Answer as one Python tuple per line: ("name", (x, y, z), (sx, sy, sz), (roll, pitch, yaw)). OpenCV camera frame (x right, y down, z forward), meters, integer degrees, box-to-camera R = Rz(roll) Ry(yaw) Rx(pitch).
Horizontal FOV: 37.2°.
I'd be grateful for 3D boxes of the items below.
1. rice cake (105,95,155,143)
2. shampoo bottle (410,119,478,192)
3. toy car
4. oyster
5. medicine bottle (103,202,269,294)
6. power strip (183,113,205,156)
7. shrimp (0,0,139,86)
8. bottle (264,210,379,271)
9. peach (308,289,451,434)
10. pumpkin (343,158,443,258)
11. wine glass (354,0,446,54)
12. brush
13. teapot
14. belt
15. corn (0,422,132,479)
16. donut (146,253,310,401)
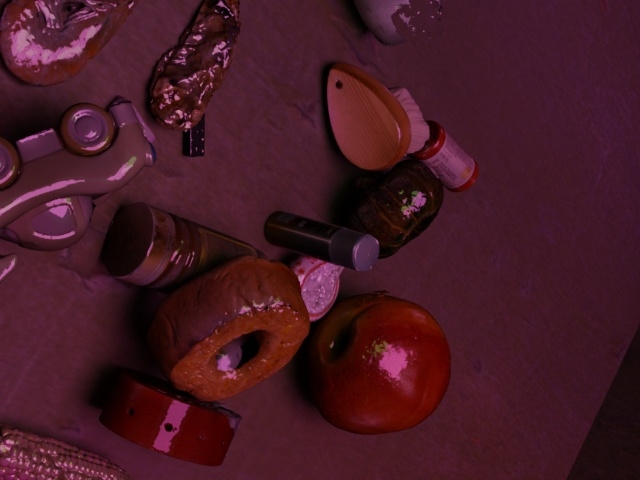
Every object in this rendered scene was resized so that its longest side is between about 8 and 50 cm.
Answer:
("rice cake", (-0.425, -0.126, 1.751), (0.298, 0.050, 0.106), (-53, 130, -20))
("shampoo bottle", (0.284, -0.227, 2.360), (0.278, 0.104, 0.104), (36, 76, -42))
("toy car", (-0.442, -0.075, 1.563), (0.336, 0.242, 0.226), (-23, 92, -24))
("oyster", (-0.230, -0.370, 1.853), (0.129, 0.078, 0.345), (29, 77, -20))
("medicine bottle", (-0.255, 0.043, 1.889), (0.322, 0.151, 0.151), (23, 85, -44))
("power strip", (-0.254, -0.222, 1.903), (0.038, 0.029, 0.111), (-7, 104, -42))
("shrimp", (-0.430, -0.403, 1.658), (0.317, 0.077, 0.168), (-52, 128, -17))
("bottle", (0.000, 0.000, 2.024), (0.082, 0.286, 0.082), (-13, 109, -41))
("peach", (0.139, 0.295, 2.233), (0.372, 0.290, 0.372), (-12, 109, -38))
("pumpkin", (0.158, -0.083, 2.206), (0.260, 0.189, 0.260), (-43, 169, -10))
("wine glass", (0.130, -0.597, 2.063), (0.190, 0.190, 0.357), (-51, 125, -21))
("brush", (0.120, -0.296, 2.162), (0.266, 0.174, 0.166), (62, 35, -6))
("teapot", (-0.032, 0.117, 2.152), (0.159, 0.116, 0.245), (36, 73, -56))
("belt", (-0.290, 0.352, 1.891), (0.324, 0.227, 0.115), (33, 81, -55))
("corn", (-0.500, 0.434, 1.794), (0.335, 0.126, 0.126), (42, 72, -38))
("donut", (-0.177, 0.172, 1.839), (0.299, 0.150, 0.317), (6, 129, -34))
